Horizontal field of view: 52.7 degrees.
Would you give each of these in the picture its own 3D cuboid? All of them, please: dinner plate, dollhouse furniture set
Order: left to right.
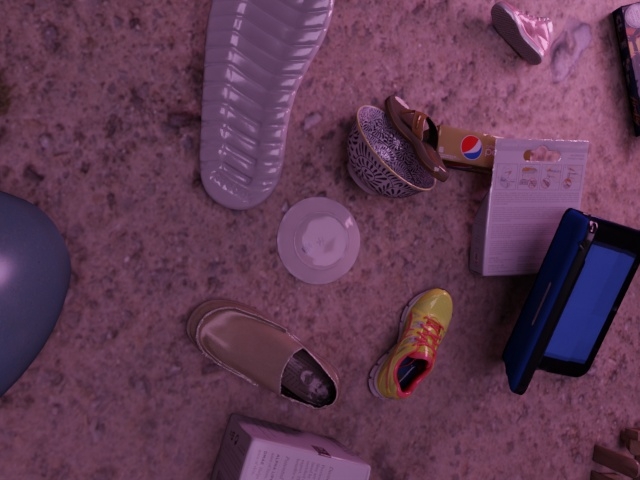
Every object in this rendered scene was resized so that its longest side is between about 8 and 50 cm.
[{"bbox_3d":[0.000,0.000,1.033,0.141,0.017,0.141,0,89,-17],"label":"dinner plate"},{"bbox_3d":[0.597,0.423,1.170,0.151,0.123,0.144,8,87,-18],"label":"dollhouse furniture set"}]

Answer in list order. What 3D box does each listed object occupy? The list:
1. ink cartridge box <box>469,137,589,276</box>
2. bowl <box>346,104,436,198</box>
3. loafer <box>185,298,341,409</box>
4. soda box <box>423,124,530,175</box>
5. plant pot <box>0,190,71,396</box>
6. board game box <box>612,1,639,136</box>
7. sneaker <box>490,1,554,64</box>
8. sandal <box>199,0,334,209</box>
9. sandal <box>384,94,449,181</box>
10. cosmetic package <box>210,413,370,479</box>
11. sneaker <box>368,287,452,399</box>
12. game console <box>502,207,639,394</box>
[{"bbox_3d":[0.357,-0.056,1.111,0.189,0.066,0.233,-1,98,-18],"label":"ink cartridge box"},{"bbox_3d":[0.095,-0.123,1.016,0.170,0.170,0.080,40,121,-14],"label":"bowl"},{"bbox_3d":[-0.072,0.171,0.965,0.268,0.092,0.102,30,80,-16],"label":"loafer"},{"bbox_3d":[0.265,-0.149,1.098,0.181,0.061,0.058,7,87,-18],"label":"soda box"},{"bbox_3d":[-0.423,0.046,0.778,0.195,0.290,0.290,-38,103,-51],"label":"plant pot"},{"bbox_3d":[0.660,-0.334,1.217,0.165,0.042,0.243,-13,94,1],"label":"board game box"},{"bbox_3d":[0.360,-0.381,1.140,0.134,0.051,0.070,43,75,-17],"label":"sneaker"},{"bbox_3d":[-0.095,-0.255,0.966,0.169,0.102,0.416,17,97,-3],"label":"sandal"},{"bbox_3d":[0.162,-0.169,1.023,0.072,0.049,0.180,14,41,-45],"label":"sandal"},{"bbox_3d":[-0.053,0.360,0.939,0.183,0.151,0.152,19,83,-18],"label":"cosmetic package"},{"bbox_3d":[0.163,0.172,1.044,0.081,0.094,0.209,33,78,-14],"label":"sneaker"},{"bbox_3d":[0.434,0.112,1.061,0.173,0.250,0.293,21,103,8],"label":"game console"}]
